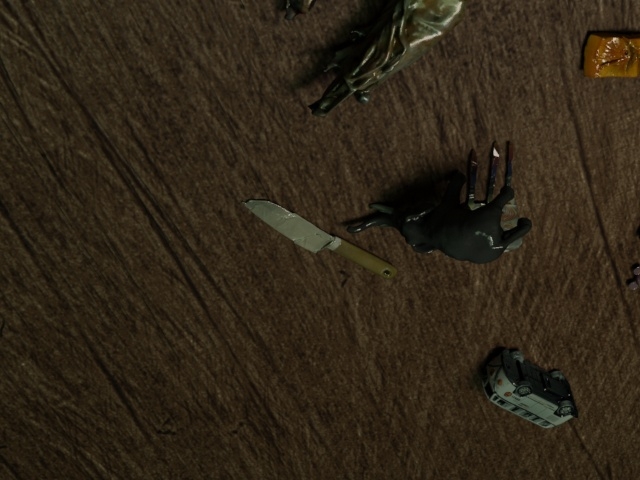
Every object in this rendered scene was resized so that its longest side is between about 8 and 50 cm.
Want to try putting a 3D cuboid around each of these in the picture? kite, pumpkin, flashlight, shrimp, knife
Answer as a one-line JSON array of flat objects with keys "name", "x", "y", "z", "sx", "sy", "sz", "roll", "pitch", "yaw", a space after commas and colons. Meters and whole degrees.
[{"name": "kite", "x": 0.255, "y": -0.054, "z": 1.882, "sx": 0.127, "sy": 0.016, "sz": 0.229, "roll": -13, "pitch": 132, "yaw": -9}, {"name": "pumpkin", "x": 0.427, "y": -0.261, "z": 1.744, "sx": 0.101, "sy": 0.035, "sz": 0.073, "roll": -6, "pitch": 133, "yaw": -14}, {"name": "flashlight", "x": 0.578, "y": 0.063, "z": 2.060, "sx": 0.110, "sy": 0.031, "sz": 0.052, "roll": -4, "pitch": 129, "yaw": -13}, {"name": "shrimp", "x": 0.065, "y": -0.315, "z": 1.573, "sx": 0.247, "sy": 0.085, "sz": 0.360, "roll": 23, "pitch": 116, "yaw": -20}, {"name": "knife", "x": 0.000, "y": 0.002, "z": 1.853, "sx": 0.298, "sy": 0.017, "sz": 0.047, "roll": 28, "pitch": 123, "yaw": -33}]

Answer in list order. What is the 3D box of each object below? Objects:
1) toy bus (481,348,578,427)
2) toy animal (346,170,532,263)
[{"name": "toy bus", "x": 0.362, "y": 0.263, "z": 2.133, "sx": 0.194, "sy": 0.087, "sz": 0.089, "roll": 27, "pitch": 127, "yaw": -34}, {"name": "toy animal", "x": 0.183, "y": -0.034, "z": 1.803, "sx": 0.269, "sy": 0.137, "sz": 0.082, "roll": 10, "pitch": 131, "yaw": 34}]
